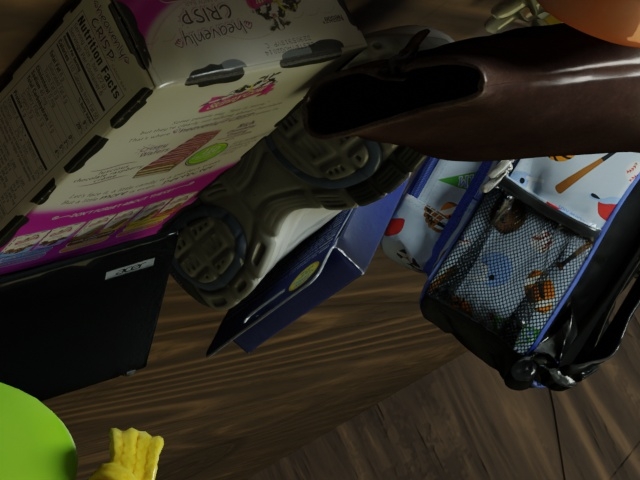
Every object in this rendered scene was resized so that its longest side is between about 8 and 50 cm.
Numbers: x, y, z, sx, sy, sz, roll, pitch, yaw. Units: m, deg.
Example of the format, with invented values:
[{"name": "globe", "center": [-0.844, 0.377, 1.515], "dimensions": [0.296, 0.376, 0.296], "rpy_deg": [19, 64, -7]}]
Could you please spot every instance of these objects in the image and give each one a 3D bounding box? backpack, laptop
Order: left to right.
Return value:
[{"name": "laptop", "center": [-0.239, 0.047, 1.180], "dimensions": [0.234, 0.137, 0.264], "rpy_deg": [-16, -156, -24]}, {"name": "backpack", "center": [0.187, -0.027, 1.465], "dimensions": [0.263, 0.213, 0.276], "rpy_deg": [-52, 171, 4]}]

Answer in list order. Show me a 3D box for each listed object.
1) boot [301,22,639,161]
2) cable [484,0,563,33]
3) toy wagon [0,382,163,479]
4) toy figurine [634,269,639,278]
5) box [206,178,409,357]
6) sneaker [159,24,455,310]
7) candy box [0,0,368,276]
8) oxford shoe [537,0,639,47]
[{"name": "boot", "center": [0.140, -0.083, 1.033], "dimensions": [0.248, 0.090, 0.207], "rpy_deg": [-7, -178, 32]}, {"name": "cable", "center": [0.234, -0.218, 1.231], "dimensions": [0.287, 0.072, 0.139], "rpy_deg": [-39, 169, 7]}, {"name": "toy wagon", "center": [-0.227, 0.051, 0.666], "dimensions": [0.267, 0.344, 0.068], "rpy_deg": [-61, 171, -57]}, {"name": "toy figurine", "center": [0.319, -0.070, 1.654], "dimensions": [0.209, 0.213, 0.148], "rpy_deg": [-20, -177, -15]}, {"name": "box", "center": [0.000, 0.000, 1.387], "dimensions": [0.136, 0.036, 0.225], "rpy_deg": [-36, -164, 39]}, {"name": "sneaker", "center": [-0.001, -0.066, 1.276], "dimensions": [0.297, 0.111, 0.129], "rpy_deg": [-35, -176, 43]}, {"name": "candy box", "center": [-0.106, -0.068, 1.044], "dimensions": [0.159, 0.071, 0.233], "rpy_deg": [-16, 165, -45]}, {"name": "oxford shoe", "center": [0.252, -0.221, 1.050], "dimensions": [0.363, 0.130, 0.133], "rpy_deg": [-36, 145, -48]}]
